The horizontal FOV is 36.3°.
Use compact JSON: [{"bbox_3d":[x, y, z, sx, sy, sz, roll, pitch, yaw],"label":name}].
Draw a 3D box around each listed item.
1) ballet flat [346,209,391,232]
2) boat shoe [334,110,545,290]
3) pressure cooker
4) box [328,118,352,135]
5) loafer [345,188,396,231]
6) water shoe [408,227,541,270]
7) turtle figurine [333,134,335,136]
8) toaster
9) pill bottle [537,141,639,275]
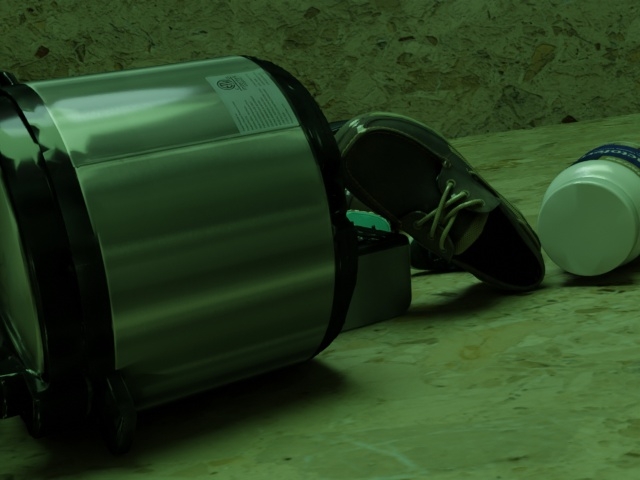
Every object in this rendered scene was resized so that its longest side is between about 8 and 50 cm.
[{"bbox_3d":[0.000,0.000,1.664,0.240,0.091,0.077,-8,-15,-18],"label":"ballet flat"},{"bbox_3d":[0.166,-0.045,1.229,0.355,0.132,0.130,28,11,-31],"label":"boat shoe"},{"bbox_3d":[-0.219,-0.002,1.033,0.420,0.376,0.369,-14,14,-29],"label":"pressure cooker"},{"bbox_3d":[0.029,-0.134,1.992,0.108,0.207,0.153,-1,13,36],"label":"box"},{"bbox_3d":[0.181,-0.089,1.923,0.130,0.134,0.366,25,39,30],"label":"loafer"},{"bbox_3d":[0.223,0.007,1.440,0.203,0.073,0.080,-10,13,-1],"label":"water shoe"},{"bbox_3d":[-0.071,-0.078,1.746,0.269,0.218,0.087,-17,13,-35],"label":"turtle figurine"},{"bbox_3d":[0.011,0.048,1.290,0.185,0.110,0.168,-13,11,-24],"label":"toaster"},{"bbox_3d":[0.393,-0.044,1.349,0.153,0.153,0.264,-4,12,28],"label":"pill bottle"}]
